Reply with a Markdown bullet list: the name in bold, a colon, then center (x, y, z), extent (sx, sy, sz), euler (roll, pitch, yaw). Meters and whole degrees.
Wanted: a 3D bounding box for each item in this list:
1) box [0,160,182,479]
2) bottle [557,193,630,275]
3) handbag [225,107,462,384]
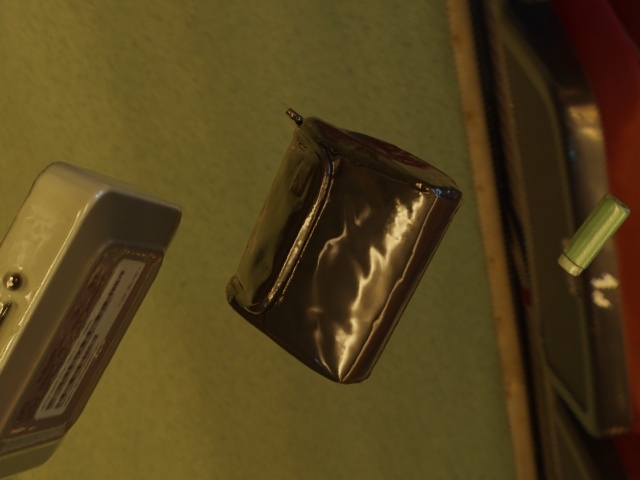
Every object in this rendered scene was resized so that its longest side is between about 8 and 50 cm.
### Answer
- **box**: center (-0.297, 0.100, 1.507), extent (0.090, 0.373, 0.367), euler (28, 92, 8)
- **bottle**: center (0.264, -0.005, 1.318), extent (0.030, 0.030, 0.083), euler (26, 109, -28)
- **handbag**: center (0.000, 0.001, 1.761), extent (0.301, 0.275, 0.178), euler (-64, 161, 13)
